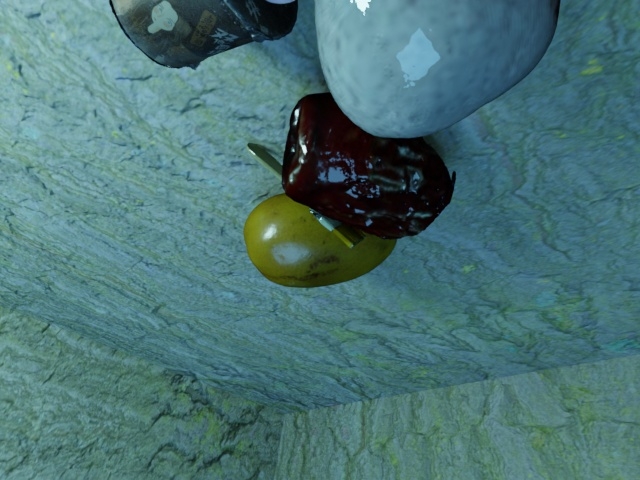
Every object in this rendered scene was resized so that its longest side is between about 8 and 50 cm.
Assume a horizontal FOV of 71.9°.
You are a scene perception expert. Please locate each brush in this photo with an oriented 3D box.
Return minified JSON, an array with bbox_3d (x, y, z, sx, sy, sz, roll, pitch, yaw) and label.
[{"bbox_3d":[-0.040,-0.106,0.974,0.336,0.085,0.020,43,123,9],"label":"brush"}]

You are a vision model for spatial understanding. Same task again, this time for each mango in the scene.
[{"bbox_3d":[0.000,0.000,1.100,0.379,0.221,0.263,-1,138,-2],"label":"mango"}]

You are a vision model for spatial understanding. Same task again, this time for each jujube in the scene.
[{"bbox_3d":[0.091,-0.136,0.880,0.377,0.258,0.258,29,139,-23],"label":"jujube"}]

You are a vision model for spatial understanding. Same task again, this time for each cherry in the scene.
[{"bbox_3d":[0.132,-0.305,0.599,0.335,0.291,0.326,31,107,-28],"label":"cherry"}]

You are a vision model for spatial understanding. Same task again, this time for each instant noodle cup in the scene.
[{"bbox_3d":[-0.175,-0.371,0.650,0.208,0.217,0.217,-8,141,32],"label":"instant noodle cup"}]

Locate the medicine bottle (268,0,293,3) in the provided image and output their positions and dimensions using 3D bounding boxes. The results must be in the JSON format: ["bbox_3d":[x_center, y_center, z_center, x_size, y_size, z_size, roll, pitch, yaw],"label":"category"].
[{"bbox_3d":[-0.050,-0.389,0.498,0.115,0.078,0.219,-7,150,-7],"label":"medicine bottle"}]
